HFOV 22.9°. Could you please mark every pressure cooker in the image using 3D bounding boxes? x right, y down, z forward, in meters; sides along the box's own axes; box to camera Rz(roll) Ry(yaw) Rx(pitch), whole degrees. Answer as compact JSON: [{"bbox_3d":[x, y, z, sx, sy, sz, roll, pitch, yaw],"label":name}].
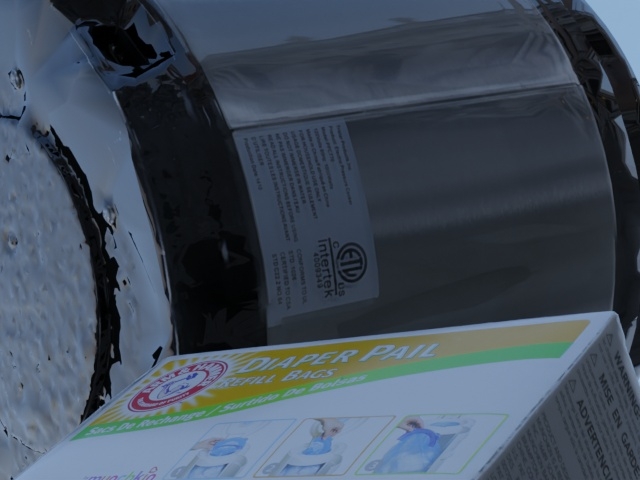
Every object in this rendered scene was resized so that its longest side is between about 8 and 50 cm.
[{"bbox_3d":[0.004,0.000,0.960,0.420,0.375,0.370,-11,-53,-34],"label":"pressure cooker"}]

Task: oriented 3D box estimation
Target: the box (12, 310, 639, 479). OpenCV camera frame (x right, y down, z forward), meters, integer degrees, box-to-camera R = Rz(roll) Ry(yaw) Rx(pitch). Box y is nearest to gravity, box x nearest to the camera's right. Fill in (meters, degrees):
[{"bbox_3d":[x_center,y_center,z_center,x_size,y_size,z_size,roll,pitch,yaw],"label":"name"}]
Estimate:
[{"bbox_3d":[0.007,0.103,0.528,0.103,0.203,0.114,-39,-68,-47],"label":"box"}]
